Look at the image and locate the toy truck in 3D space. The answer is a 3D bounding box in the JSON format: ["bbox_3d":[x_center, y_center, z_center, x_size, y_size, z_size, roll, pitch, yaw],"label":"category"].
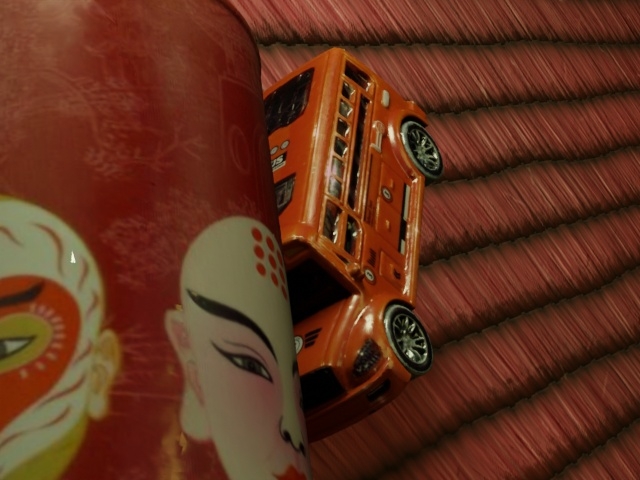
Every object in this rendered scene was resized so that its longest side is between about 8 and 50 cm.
[{"bbox_3d":[0.000,0.000,0.910,0.114,0.107,0.253,42,36,-28],"label":"toy truck"}]

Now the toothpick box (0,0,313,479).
[{"bbox_3d":[-0.107,0.066,0.621,0.204,0.204,0.333,23,50,-45],"label":"toothpick box"}]
